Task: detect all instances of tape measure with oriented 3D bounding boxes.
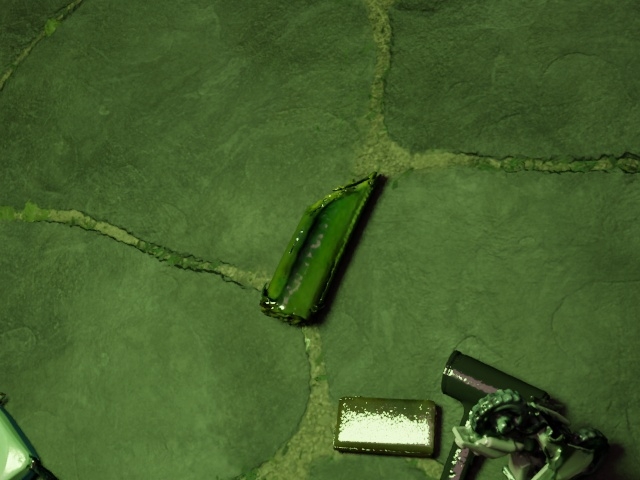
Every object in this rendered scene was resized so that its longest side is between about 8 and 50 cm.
[{"bbox_3d":[-0.672,0.506,2.012,0.215,0.098,0.351,-45,59,-5],"label":"tape measure"}]

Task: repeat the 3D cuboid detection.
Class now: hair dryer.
[{"bbox_3d":[0.291,0.357,1.774,0.197,0.089,0.251,22,86,23],"label":"hair dryer"}]

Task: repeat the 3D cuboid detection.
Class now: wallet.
[{"bbox_3d":[0.126,0.359,1.845,0.198,0.031,0.110,-1,67,19],"label":"wallet"}]

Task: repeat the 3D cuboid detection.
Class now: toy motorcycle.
[{"bbox_3d":[0.353,0.366,1.634,0.188,0.327,0.143,-52,34,16],"label":"toy motorcycle"}]

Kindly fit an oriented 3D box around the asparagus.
[{"bbox_3d":[0.000,0.000,1.998,0.128,0.108,0.381,21,74,19],"label":"asparagus"}]
